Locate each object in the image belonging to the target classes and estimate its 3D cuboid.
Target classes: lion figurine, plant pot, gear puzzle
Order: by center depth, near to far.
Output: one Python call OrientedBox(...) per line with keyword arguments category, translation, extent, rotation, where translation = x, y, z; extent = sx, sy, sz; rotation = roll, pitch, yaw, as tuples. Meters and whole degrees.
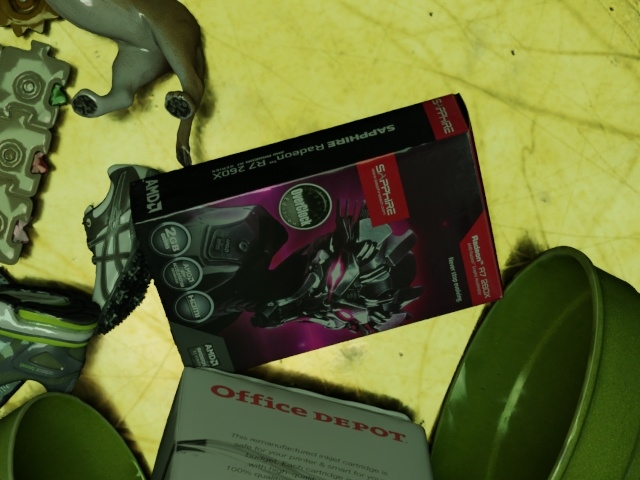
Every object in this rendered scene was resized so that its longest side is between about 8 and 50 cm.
OrientedBox(category="plant pot", translation=(0.345, 0.241, 1.714), extent=(0.353, 0.366, 0.366), rotation=(23, 93, -13))
OrientedBox(category="plant pot", translation=(-0.363, 0.346, 1.755), extent=(0.293, 0.275, 0.275), rotation=(-26, 93, 19))
OrientedBox(category="lion figurine", translation=(-0.241, -0.271, 1.764), extent=(0.142, 0.240, 0.392), rotation=(-30, 111, 30))
OrientedBox(category="gear puzzle", translation=(-0.375, -0.152, 1.826), extent=(0.175, 0.044, 0.339), rotation=(15, 90, 1))

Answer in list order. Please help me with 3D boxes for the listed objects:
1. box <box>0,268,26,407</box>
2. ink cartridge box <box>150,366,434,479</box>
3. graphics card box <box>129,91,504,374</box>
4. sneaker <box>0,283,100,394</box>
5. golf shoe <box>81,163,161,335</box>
OrientedBox(category="box", translation=(-0.381, 0.127, 1.842), extent=(0.116, 0.029, 0.162), rotation=(44, 93, -1))
OrientedBox(category="ink cartridge box", translation=(-0.033, 0.320, 1.647), extent=(0.285, 0.395, 0.166), rotation=(15, 115, -8))
OrientedBox(category="graphics card box", translation=(0.000, 0.000, 1.757), extent=(0.371, 0.094, 0.233), rotation=(-14, 126, 1))
OrientedBox(category="sneaker", translation=(-0.395, 0.106, 1.777), extent=(0.300, 0.111, 0.121), rotation=(10, 102, 7))
OrientedBox(category="golf shoe", translation=(-0.231, 0.008, 1.824), extent=(0.094, 0.077, 0.198), rotation=(23, 91, 16))
